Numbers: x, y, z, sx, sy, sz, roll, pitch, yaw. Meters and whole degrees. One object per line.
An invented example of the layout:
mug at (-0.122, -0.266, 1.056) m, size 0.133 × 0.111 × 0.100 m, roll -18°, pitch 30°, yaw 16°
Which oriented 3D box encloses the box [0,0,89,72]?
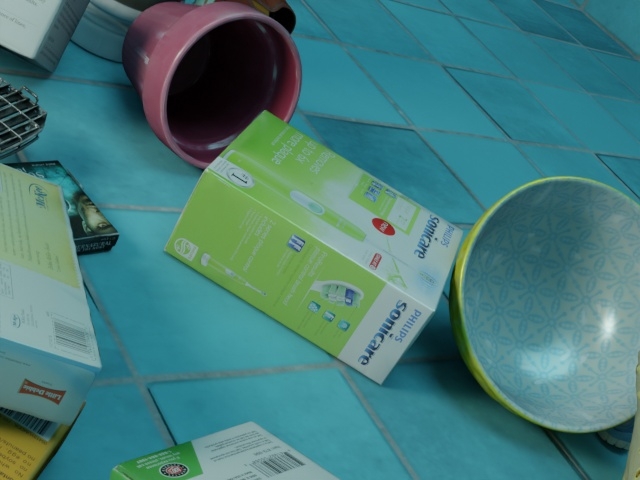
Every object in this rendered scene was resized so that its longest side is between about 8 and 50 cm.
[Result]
box at (-0.376, -0.293, 1.235) m, size 0.182 × 0.119 × 0.181 m, roll 27°, pitch 0°, yaw -8°

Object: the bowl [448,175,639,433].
bowl at (0.267, 0.078, 1.264) m, size 0.289 × 0.289 × 0.156 m, roll 25°, pitch -12°, yaw -12°

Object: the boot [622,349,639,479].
boot at (0.354, 0.221, 1.099) m, size 0.095 × 0.203 × 0.262 m, roll 8°, pitch 15°, yaw 28°

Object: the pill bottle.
pill bottle at (-0.236, -0.389, 1.414) m, size 0.161 × 0.283 × 0.161 m, roll 23°, pitch 30°, yaw -14°

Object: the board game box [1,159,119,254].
board game box at (-0.308, -0.028, 1.058) m, size 0.126 × 0.026 × 0.186 m, roll 46°, pitch 32°, yaw 25°

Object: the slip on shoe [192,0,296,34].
slip on shoe at (-0.124, -0.327, 1.604) m, size 0.101 × 0.123 × 0.331 m, roll 39°, pitch 25°, yaw 5°

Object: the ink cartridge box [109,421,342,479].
ink cartridge box at (-0.037, 0.231, 0.786) m, size 0.208 × 0.087 × 0.153 m, roll 26°, pitch 21°, yaw 37°

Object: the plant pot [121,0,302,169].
plant pot at (-0.153, -0.212, 1.337) m, size 0.201 × 0.201 × 0.180 m, roll 3°, pitch 23°, yaw -40°

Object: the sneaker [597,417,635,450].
sneaker at (0.366, 0.181, 1.316) m, size 0.063 × 0.073 × 0.162 m, roll 18°, pitch 31°, yaw -22°

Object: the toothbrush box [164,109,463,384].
toothbrush box at (0.000, 0.000, 1.206) m, size 0.283 × 0.122 × 0.206 m, roll 33°, pitch 29°, yaw 0°

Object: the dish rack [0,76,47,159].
dish rack at (-0.429, -0.157, 1.100) m, size 0.271 × 0.074 × 0.208 m, roll 36°, pitch 31°, yaw 5°

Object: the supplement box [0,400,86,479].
supplement box at (-0.252, 0.180, 0.740) m, size 0.080 × 0.078 × 0.233 m, roll 33°, pitch 30°, yaw -2°

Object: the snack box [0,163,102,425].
snack box at (-0.289, 0.009, 0.849) m, size 0.187 × 0.060 × 0.322 m, roll 23°, pitch 17°, yaw -28°
